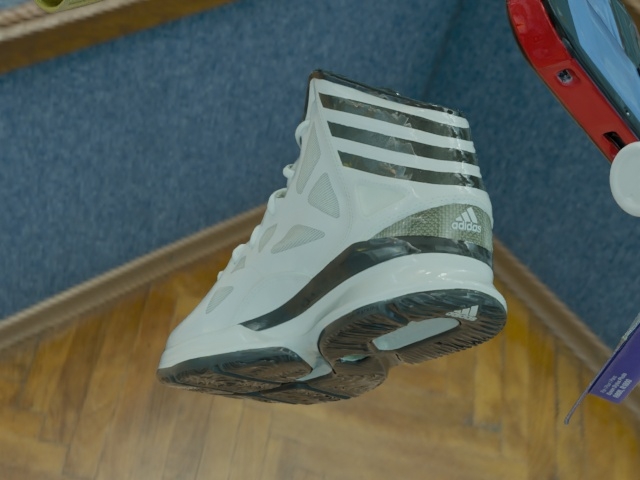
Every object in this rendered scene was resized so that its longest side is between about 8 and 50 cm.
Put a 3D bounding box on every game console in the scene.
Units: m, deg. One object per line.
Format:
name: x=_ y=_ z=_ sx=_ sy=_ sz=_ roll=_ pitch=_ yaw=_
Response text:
game console: x=0.323 y=-0.260 z=1.475 sx=0.386 sy=0.060 sz=0.342 roll=40 pitch=39 yaw=-41

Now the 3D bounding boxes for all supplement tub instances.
supplement tub: x=0.329 y=-0.059 z=1.141 sx=0.107 sy=0.071 sz=0.071 roll=-5 pitch=50 yaw=-35

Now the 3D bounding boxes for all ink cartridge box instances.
ink cartridge box: x=0.355 y=0.084 z=1.281 sx=0.045 sy=0.223 sz=0.224 roll=35 pitch=63 yaw=13

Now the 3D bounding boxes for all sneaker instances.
sneaker: x=0.001 y=0.000 z=1.135 sx=0.169 sy=0.447 sz=0.258 roll=15 pitch=65 yaw=-33

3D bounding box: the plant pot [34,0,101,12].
plant pot: x=-0.087 y=-0.177 z=0.563 sx=0.095 sy=0.134 sz=0.134 roll=-11 pitch=53 yaw=-27
